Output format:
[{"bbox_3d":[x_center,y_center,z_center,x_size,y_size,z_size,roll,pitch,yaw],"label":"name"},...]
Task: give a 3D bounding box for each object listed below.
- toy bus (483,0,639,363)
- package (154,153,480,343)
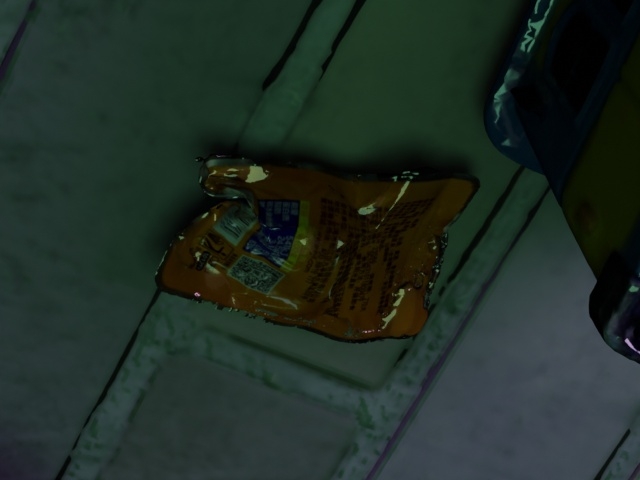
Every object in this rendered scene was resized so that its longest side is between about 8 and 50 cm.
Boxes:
[{"bbox_3d":[0.174,-0.104,0.502,0.138,0.175,0.287,16,114,-17],"label":"toy bus"},{"bbox_3d":[0.000,0.001,0.610,0.111,0.033,0.077,11,106,-20],"label":"package"}]
